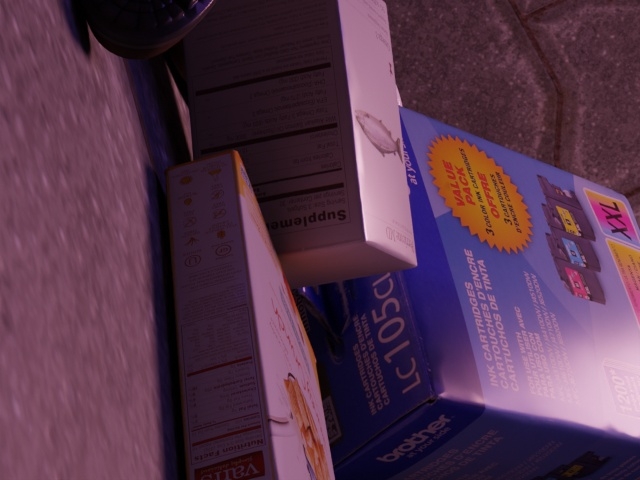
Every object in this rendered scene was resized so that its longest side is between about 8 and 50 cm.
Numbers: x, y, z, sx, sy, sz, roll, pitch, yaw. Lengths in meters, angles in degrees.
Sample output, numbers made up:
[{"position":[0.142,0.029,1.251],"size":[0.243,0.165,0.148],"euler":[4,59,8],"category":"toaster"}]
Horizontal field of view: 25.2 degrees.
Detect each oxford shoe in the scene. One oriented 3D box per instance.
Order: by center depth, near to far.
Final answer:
[{"position":[-0.079,-0.153,0.745],"size":[0.227,0.083,0.096],"euler":[-81,-172,-49],"category":"oxford shoe"}]

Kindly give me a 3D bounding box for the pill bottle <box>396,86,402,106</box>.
[{"position":[0.023,-0.162,1.821],"size":[0.087,0.160,0.087],"euler":[-16,90,-86],"category":"pill bottle"}]

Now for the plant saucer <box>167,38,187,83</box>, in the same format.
[{"position":[-0.078,-0.226,1.012],"size":[0.278,0.041,0.277],"euler":[-11,90,-75],"category":"plant saucer"}]

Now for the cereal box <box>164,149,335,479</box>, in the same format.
[{"position":[-0.028,0.092,0.721],"size":[0.240,0.047,0.173],"euler":[-102,175,-49],"category":"cereal box"}]

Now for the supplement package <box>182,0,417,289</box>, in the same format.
[{"position":[-0.013,-0.068,0.875],"size":[0.105,0.105,0.179],"euler":[24,58,-68],"category":"supplement package"}]

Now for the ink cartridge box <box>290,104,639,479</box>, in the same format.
[{"position":[0.099,0.057,1.088],"size":[0.396,0.151,0.270],"euler":[15,48,-38],"category":"ink cartridge box"}]
